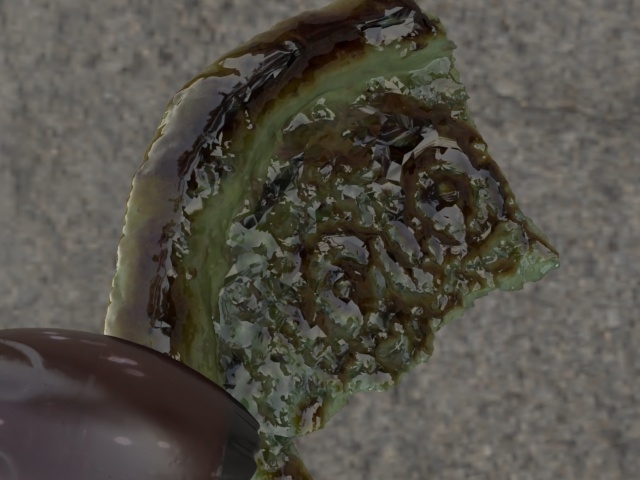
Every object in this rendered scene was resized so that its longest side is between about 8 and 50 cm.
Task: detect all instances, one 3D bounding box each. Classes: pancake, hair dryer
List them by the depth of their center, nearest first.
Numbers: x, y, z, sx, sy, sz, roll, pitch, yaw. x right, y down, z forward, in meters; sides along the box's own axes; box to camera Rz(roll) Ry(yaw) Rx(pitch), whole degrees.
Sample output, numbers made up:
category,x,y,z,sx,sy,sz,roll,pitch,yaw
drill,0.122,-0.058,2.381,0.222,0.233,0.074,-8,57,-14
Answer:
category,x,y,z,sx,sy,sz,roll,pitch,yaw
hair dryer,-0.204,0.212,0.889,0.123,0.313,0.340,130,148,-78
pancake,-0.003,-0.005,1.231,0.305,0.427,0.067,49,156,0
